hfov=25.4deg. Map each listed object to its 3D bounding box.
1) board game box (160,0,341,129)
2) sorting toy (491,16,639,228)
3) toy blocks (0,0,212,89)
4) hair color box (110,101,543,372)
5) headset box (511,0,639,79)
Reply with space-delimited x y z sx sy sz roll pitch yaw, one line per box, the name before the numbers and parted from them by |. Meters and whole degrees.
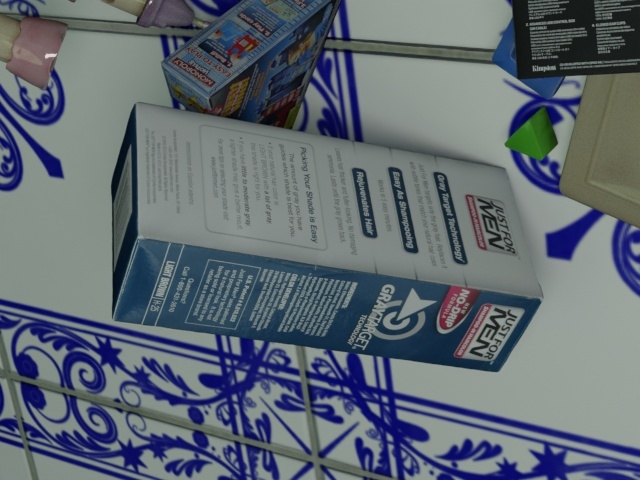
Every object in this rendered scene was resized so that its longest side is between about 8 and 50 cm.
board game box | -0.079 -0.142 1.311 0.060 0.194 0.194 37 131 15
sorting toy | 0.300 -0.084 1.157 0.348 0.047 0.196 26 132 24
toy blocks | -0.175 -0.318 1.306 0.260 0.309 0.288 20 147 -13
hair color box | 0.000 0.000 1.220 0.347 0.174 0.105 9 133 -16
headset box | 0.247 -0.269 1.012 0.218 0.110 0.293 0 100 37
